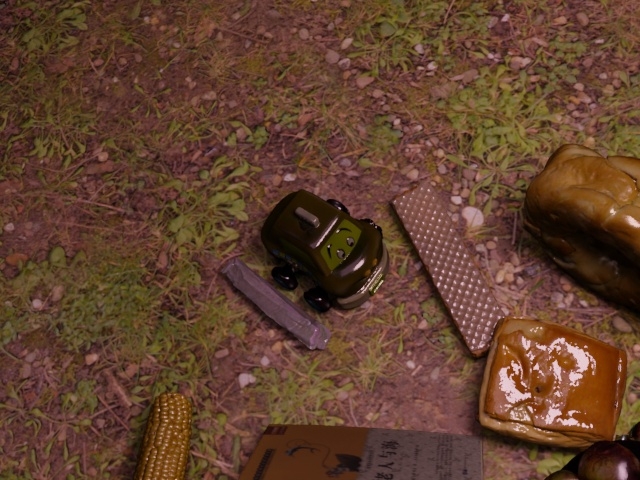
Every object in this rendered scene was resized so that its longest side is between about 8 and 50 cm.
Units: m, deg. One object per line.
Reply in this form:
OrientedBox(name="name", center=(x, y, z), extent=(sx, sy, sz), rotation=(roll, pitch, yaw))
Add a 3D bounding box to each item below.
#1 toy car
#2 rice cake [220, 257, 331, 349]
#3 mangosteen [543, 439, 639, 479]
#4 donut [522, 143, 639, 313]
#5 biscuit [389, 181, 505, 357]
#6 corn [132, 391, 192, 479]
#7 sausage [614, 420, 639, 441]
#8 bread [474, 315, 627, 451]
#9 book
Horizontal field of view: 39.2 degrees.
OrientedBox(name="toy car", center=(0.000, 0.000, 1.697), extent=(0.248, 0.198, 0.204), rotation=(32, 76, 24))
OrientedBox(name="rice cake", center=(-0.088, 0.121, 1.748), extent=(0.270, 0.049, 0.055), rotation=(35, 100, 26))
OrientedBox(name="mangosteen", center=(0.458, 0.422, 1.332), extent=(0.297, 0.297, 0.313), rotation=(-22, 106, 3))
OrientedBox(name="donut", center=(0.502, -0.018, 1.514), extent=(0.360, 0.360, 0.170), rotation=(34, 79, 25))
OrientedBox(name="biscuit", center=(0.243, 0.044, 1.697), extent=(0.094, 0.054, 0.378), rotation=(-25, 62, 1))
OrientedBox(name="corn", center=(-0.291, 0.429, 1.628), extent=(0.101, 0.101, 0.310), rotation=(4, 66, 16))
OrientedBox(name="sausage", center=(0.670, 0.307, 1.462), extent=(0.372, 0.082, 0.082), rotation=(-8, 64, 12))
OrientedBox(name="bread", center=(0.394, 0.243, 1.519), extent=(0.235, 0.099, 0.210), rotation=(13, 77, 8))
OrientedBox(name="book", center=(0.073, 0.373, 1.480), extent=(0.389, 0.269, 0.032), rotation=(1, 102, 9))
